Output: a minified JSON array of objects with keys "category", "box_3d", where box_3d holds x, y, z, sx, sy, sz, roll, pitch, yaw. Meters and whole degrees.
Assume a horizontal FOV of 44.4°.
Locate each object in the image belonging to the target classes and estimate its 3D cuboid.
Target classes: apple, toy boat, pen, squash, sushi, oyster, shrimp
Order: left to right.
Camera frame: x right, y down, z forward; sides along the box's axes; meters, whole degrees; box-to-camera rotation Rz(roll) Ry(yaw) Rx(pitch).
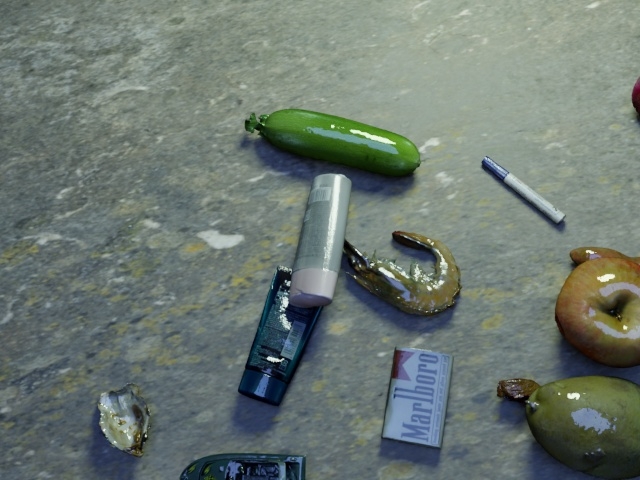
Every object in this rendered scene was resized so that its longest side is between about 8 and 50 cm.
[{"category":"oyster","box_3d":[-0.371,0.351,1.507,0.103,0.051,0.148,-19,56,2]},{"category":"toy boat","box_3d":[-0.139,0.437,1.435,0.246,0.103,0.092,-1,73,8]},{"category":"squash","box_3d":[0.024,-0.210,1.624,0.379,0.101,0.101,15,75,11]},{"category":"shrimp","box_3d":[0.166,0.047,1.555,0.253,0.058,0.173,37,73,15]},{"category":"sushi","box_3d":[0.371,0.283,1.460,0.099,0.050,0.047,-1,69,-4]},{"category":"pen","box_3d":[0.411,-0.104,1.593,0.204,0.025,0.025,41,80,16]},{"category":"apple","box_3d":[0.536,0.131,1.436,0.210,0.164,0.209,-3,80,15]}]

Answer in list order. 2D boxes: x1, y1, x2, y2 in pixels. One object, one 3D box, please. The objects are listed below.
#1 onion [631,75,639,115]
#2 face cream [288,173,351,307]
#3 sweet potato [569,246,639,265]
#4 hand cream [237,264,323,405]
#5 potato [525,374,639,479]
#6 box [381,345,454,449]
[{"category":"onion","box_3d":[0.713,-0.314,1.592,0.150,0.150,0.140,13,44,9]},{"category":"face cream","box_3d":[0.000,0.000,1.551,0.107,0.073,0.269,-15,55,43]},{"category":"sweet potato","box_3d":[0.594,0.039,1.521,0.214,0.050,0.050,4,73,2]},{"category":"hand cream","box_3d":[-0.074,0.183,1.534,0.120,0.061,0.270,17,70,9]},{"category":"potato","box_3d":[0.480,0.323,1.387,0.252,0.159,0.174,14,48,-3]},{"category":"box","box_3d":[0.184,0.296,1.481,0.115,0.036,0.177,8,74,8]}]
